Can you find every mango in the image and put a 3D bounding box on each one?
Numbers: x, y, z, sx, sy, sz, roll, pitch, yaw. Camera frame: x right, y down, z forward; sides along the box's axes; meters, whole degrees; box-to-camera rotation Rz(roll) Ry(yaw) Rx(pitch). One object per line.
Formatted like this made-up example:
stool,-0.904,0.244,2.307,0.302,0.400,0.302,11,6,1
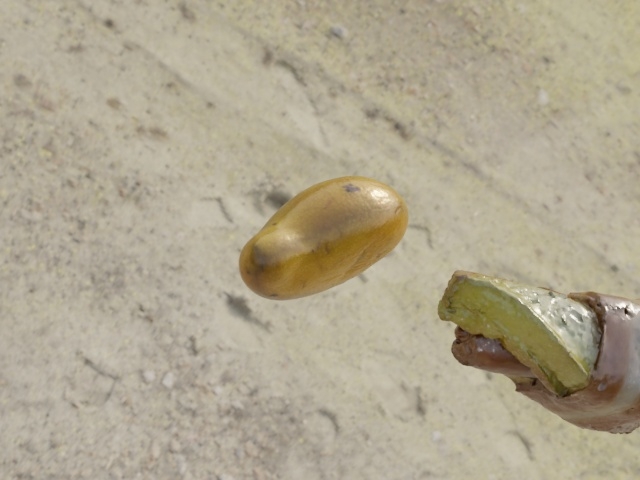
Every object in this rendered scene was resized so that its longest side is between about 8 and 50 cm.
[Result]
mango,-0.002,-0.005,1.386,0.295,0.177,0.120,-17,54,-32

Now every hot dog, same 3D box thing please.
hot dog,0.188,0.082,0.658,0.262,0.123,0.093,10,82,-16
